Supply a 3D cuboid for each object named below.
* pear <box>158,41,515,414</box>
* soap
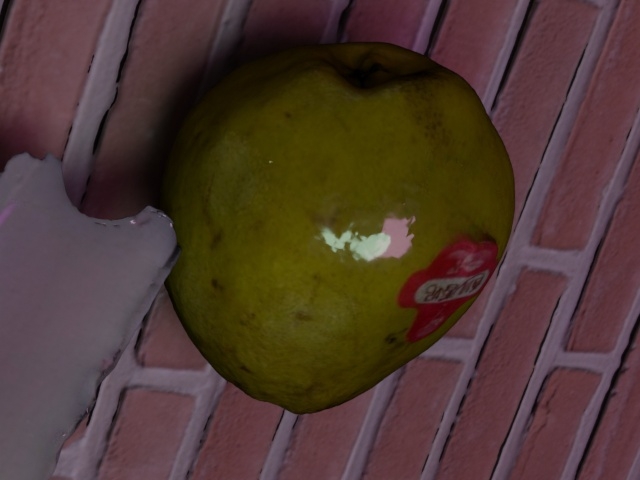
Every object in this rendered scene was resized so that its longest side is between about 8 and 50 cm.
[{"bbox_3d":[0.000,0.000,1.332,0.287,0.287,0.375,-5,134,-30],"label":"pear"},{"bbox_3d":[-0.256,0.114,1.172,0.159,0.258,0.302,33,113,-8],"label":"soap"}]
